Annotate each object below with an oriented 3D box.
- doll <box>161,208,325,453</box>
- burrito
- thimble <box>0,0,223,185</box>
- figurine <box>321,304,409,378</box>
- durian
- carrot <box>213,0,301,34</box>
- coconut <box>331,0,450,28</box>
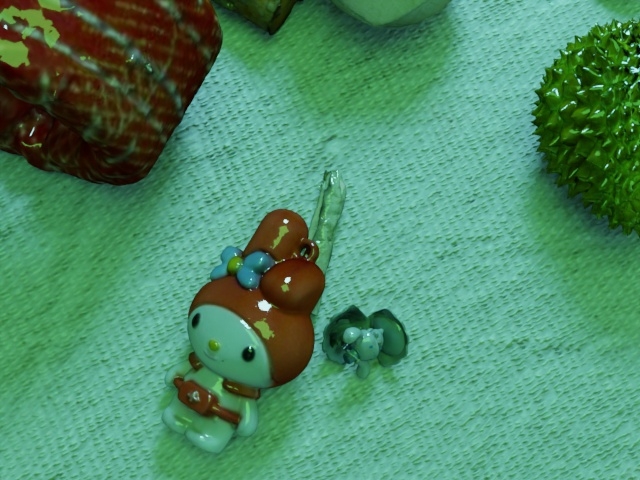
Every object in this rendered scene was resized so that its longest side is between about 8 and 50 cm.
[{"bbox_3d":[-0.082,0.103,1.419,0.161,0.130,0.290,29,90,29],"label":"doll"},{"bbox_3d":[0.000,0.000,1.498,0.041,0.045,0.185,16,80,-6],"label":"burrito"},{"bbox_3d":[-0.299,-0.221,1.386,0.350,0.350,0.230,23,75,2],"label":"thimble"},{"bbox_3d":[0.050,0.123,1.454,0.086,0.094,0.082,-16,34,-35],"label":"figurine"},{"bbox_3d":[0.389,-0.151,1.471,0.291,0.224,0.291,1,70,-2],"label":"durian"},{"bbox_3d":[-0.143,-0.363,1.569,0.263,0.102,0.102,30,75,11],"label":"carrot"},{"bbox_3d":[0.072,-0.387,1.505,0.241,0.241,0.241,1,75,-4],"label":"coconut"}]
